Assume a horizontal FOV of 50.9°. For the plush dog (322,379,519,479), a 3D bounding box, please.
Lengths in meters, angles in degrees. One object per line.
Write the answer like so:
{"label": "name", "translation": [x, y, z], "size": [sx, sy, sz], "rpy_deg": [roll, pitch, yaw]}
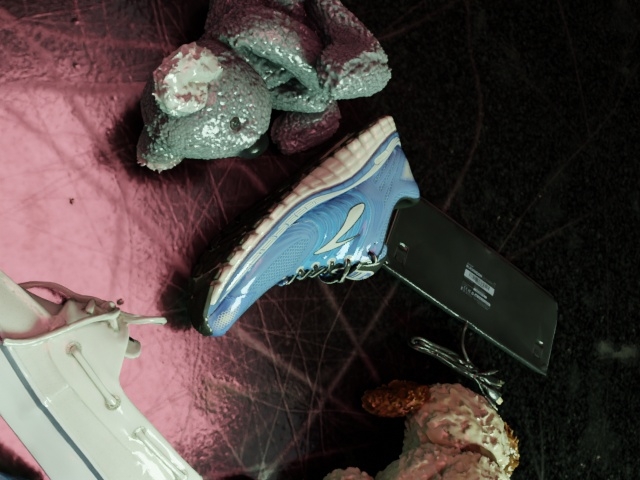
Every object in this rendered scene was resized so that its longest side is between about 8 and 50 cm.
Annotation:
{"label": "plush dog", "translation": [0.151, 0.269, 0.777], "size": [0.262, 0.211, 0.225], "rpy_deg": [34, 44, -24]}

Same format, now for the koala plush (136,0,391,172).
{"label": "koala plush", "translation": [-0.090, -0.159, 0.677], "size": [0.221, 0.196, 0.203], "rpy_deg": [-40, 93, -25]}

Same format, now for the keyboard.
{"label": "keyboard", "translation": [0.189, 0.091, 0.880], "size": [0.317, 0.033, 0.201], "rpy_deg": [34, 61, -21]}

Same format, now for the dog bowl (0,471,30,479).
{"label": "dog bowl", "translation": [-0.282, 0.304, 0.488], "size": [0.166, 0.074, 0.297], "rpy_deg": [-7, 51, -5]}

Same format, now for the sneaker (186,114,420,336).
{"label": "sneaker", "translation": [0.000, 0.000, 0.734], "size": [0.330, 0.130, 0.147], "rpy_deg": [-40, 102, -25]}

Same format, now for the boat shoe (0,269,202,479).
{"label": "boat shoe", "translation": [-0.215, 0.105, 0.604], "size": [0.156, 0.136, 0.367], "rpy_deg": [-37, 106, -26]}
